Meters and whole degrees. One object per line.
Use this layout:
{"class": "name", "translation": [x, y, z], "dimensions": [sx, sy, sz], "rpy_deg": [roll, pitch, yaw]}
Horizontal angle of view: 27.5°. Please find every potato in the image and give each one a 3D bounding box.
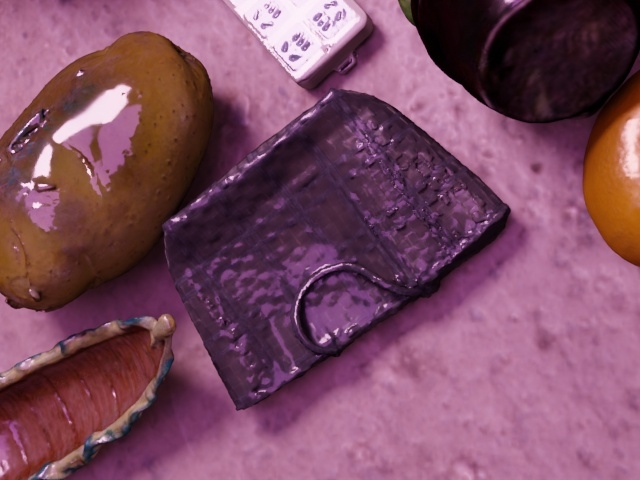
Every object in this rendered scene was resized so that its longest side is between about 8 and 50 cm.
{"class": "potato", "translation": [-0.188, -0.060, 1.062], "dimensions": [0.169, 0.143, 0.248], "rpy_deg": [41, 93, 27]}

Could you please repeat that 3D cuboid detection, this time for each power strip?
{"class": "power strip", "translation": [-0.038, -0.213, 1.095], "dimensions": [0.081, 0.035, 0.192], "rpy_deg": [-43, 74, 8]}

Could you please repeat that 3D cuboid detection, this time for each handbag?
{"class": "handbag", "translation": [0.000, 0.000, 1.037], "dimensions": [0.270, 0.089, 0.175], "rpy_deg": [-37, 81, 10]}

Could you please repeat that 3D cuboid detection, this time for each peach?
{"class": "peach", "translation": [0.278, -0.056, 0.941], "dimensions": [0.179, 0.103, 0.179], "rpy_deg": [-1, 85, 16]}

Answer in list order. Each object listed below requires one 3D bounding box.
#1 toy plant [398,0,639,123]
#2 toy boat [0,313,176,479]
{"class": "toy plant", "translation": [0.157, -0.205, 0.963], "dimensions": [0.218, 0.175, 0.235], "rpy_deg": [-31, 39, 19]}
{"class": "toy boat", "translation": [-0.211, 0.136, 1.075], "dimensions": [0.293, 0.099, 0.108], "rpy_deg": [-31, 75, 19]}
